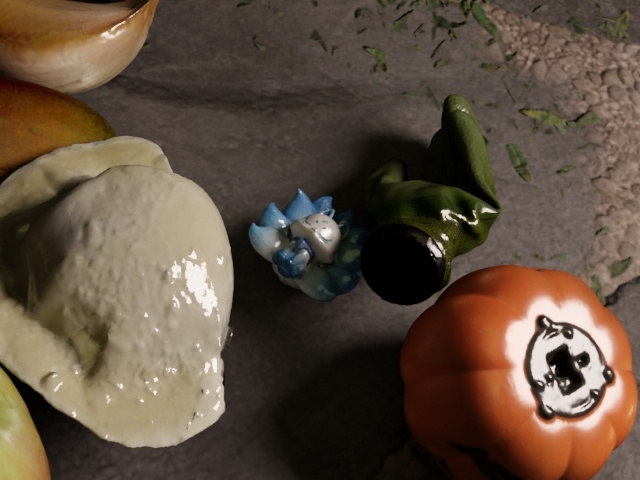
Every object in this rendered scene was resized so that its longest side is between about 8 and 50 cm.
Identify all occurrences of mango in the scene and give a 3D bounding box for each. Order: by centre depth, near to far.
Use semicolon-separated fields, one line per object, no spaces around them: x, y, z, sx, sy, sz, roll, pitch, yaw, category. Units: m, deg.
-0.313;-0.085;0.925;0.267;0.111;0.133;8;68;-12;mango

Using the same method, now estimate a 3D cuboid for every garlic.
-0.253;-0.189;0.997;0.206;0.115;0.128;1;51;-1;garlic

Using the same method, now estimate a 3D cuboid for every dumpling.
-0.176;0.027;0.818;0.226;0.175;0.243;1;20;-26;dumpling

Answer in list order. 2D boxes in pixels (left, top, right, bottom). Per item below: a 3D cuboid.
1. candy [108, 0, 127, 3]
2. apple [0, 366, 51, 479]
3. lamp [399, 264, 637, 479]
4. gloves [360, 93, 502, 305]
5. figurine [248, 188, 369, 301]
-0.167;-0.402;1.139;0.179;0.135;0.321;35;58;15;candy
-0.340;0.184;0.645;0.319;0.319;0.277;38;96;17;apple
0.153;0.114;0.835;0.187;0.164;0.188;7;73;-24;lamp
0.099;-0.035;0.932;0.135;0.107;0.268;-2;35;21;gloves
0.000;0.000;0.932;0.114;0.079;0.114;2;52;-3;figurine
